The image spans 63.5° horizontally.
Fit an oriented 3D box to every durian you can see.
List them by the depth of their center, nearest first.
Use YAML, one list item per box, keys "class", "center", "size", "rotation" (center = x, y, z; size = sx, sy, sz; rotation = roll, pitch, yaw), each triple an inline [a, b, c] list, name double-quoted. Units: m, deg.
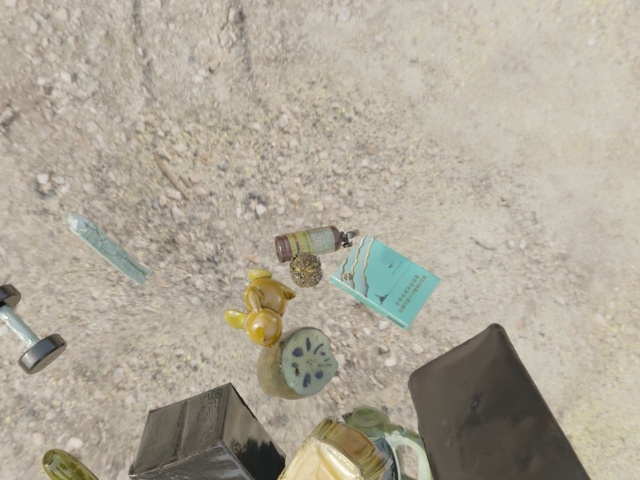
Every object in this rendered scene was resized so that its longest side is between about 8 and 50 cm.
- class: "durian"
  center: [-0.027, 0.064, 1.085]
  size: [0.080, 0.091, 0.080]
  rotation: [-9, 65, 19]

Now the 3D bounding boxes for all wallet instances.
- class: "wallet"
  center: [0.239, 0.288, 0.716]
  size: [0.197, 0.378, 0.051]
  rotation: [-36, 118, 15]

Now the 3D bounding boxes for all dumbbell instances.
- class: "dumbbell"
  center: [-0.658, 0.193, 1.131]
  size: [0.100, 0.100, 0.191]
  rotation: [-44, 88, -11]

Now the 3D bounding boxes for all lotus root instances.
- class: "lotus root"
  center: [-0.101, 0.435, 1.797]
  size: [0.250, 0.346, 0.251]
  rotation: [8, 67, -19]

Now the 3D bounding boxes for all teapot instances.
- class: "teapot"
  center: [0.168, 0.661, 1.591]
  size: [0.239, 0.321, 0.239]
  rotation: [-15, 117, -34]

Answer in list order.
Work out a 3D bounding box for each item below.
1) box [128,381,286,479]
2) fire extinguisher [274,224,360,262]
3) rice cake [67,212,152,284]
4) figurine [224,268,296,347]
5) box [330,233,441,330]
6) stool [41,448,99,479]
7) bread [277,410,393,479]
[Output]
- class: "box"
  center: [-0.266, 0.577, 1.323]
  size: [0.251, 0.204, 0.345]
  rotation: [-22, 119, 9]
- class: "fire extinguisher"
  center: [0.000, -0.006, 1.403]
  size: [0.252, 0.106, 0.075]
  rotation: [-12, 114, -15]
- class: "rice cake"
  center: [-0.633, 0.031, 1.559]
  size: [0.066, 0.336, 0.063]
  rotation: [26, 71, 34]
- class: "figurine"
  center: [-0.183, 0.219, 1.652]
  size: [0.215, 0.215, 0.228]
  rotation: [38, 52, -4]
- class: "box"
  center: [0.164, 0.100, 1.306]
  size: [0.229, 0.041, 0.162]
  rotation: [32, 63, 18]
- class: "stool"
  center: [-0.256, 0.284, 0.501]
  size: [0.135, 0.110, 0.134]
  rotation: [2, 54, 27]
- class: "bread"
  center: [0.002, 0.403, 0.805]
  size: [0.136, 0.107, 0.241]
  rotation: [33, 105, 23]
